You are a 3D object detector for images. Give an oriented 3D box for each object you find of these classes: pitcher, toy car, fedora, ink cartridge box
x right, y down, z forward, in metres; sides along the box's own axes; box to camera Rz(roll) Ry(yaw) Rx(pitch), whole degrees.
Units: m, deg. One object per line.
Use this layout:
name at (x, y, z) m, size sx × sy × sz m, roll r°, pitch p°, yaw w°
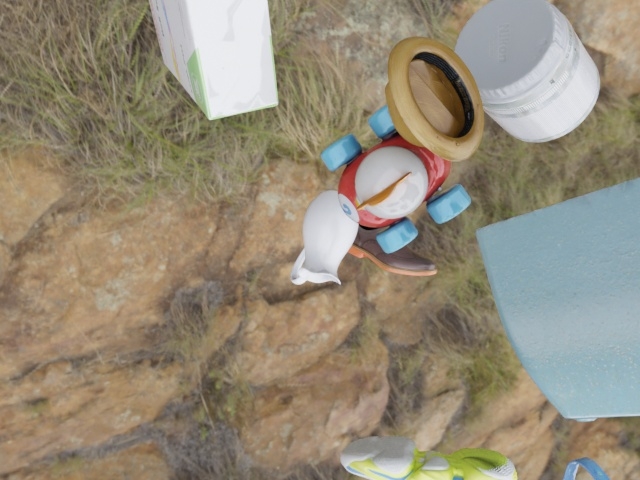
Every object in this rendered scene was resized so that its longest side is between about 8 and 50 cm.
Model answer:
pitcher at (0.000, 0.000, 1.314) m, size 0.125 × 0.207 × 0.178 m, roll 26°, pitch 156°, yaw -31°
toy car at (0.101, -0.087, 0.923) m, size 0.210 × 0.219 × 0.238 m, roll -32°, pitch -177°, yaw 25°
fedora at (0.154, -0.198, 0.836) m, size 0.194 × 0.194 × 0.079 m, roll 1°, pitch 167°, yaw -35°
ink cartridge box at (-0.196, -0.361, 0.926) m, size 0.119 × 0.353 × 0.207 m, roll -19°, pitch 129°, yaw -18°

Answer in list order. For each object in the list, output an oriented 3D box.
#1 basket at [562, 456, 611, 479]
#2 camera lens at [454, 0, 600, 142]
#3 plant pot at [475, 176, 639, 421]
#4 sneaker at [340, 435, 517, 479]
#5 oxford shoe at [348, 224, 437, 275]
basket at (0.447, 0.519, 0.877) m, size 0.201 × 0.255 × 0.289 m, roll -4°, pitch 120°, yaw -20°
camera lens at (0.421, -0.339, 1.160) m, size 0.274 × 0.219 × 0.219 m, roll 19°, pitch 118°, yaw -48°
plant pot at (0.379, 0.091, 0.716) m, size 0.248 × 0.252 × 0.247 m, roll 11°, pitch 159°, yaw -40°
sneaker at (0.138, 0.340, 0.761) m, size 0.091 × 0.240 × 0.126 m, roll -11°, pitch 97°, yaw -60°
oxford shoe at (0.177, 0.016, 1.467) m, size 0.097 × 0.271 × 0.098 m, roll -14°, pitch 121°, yaw -57°
